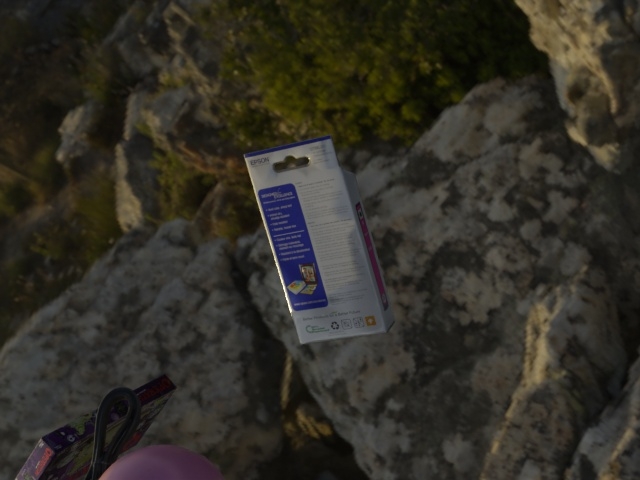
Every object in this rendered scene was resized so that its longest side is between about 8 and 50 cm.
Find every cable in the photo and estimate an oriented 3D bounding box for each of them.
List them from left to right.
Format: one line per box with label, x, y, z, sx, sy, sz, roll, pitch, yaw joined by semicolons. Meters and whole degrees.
cable;-0.337;0.377;1.531;0.140;0.072;0.287;-8;62;7

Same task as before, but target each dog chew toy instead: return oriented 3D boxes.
dog chew toy;-0.154;0.409;1.280;0.332;0.206;0.206;27;86;32

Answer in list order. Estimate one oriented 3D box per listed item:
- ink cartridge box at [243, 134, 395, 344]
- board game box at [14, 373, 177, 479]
ink cartridge box;0.000;0.000;1.756;0.176;0.370;0.069;-10;16;25
board game box;-0.452;0.400;1.964;0.056;0.347;0.208;49;123;12
